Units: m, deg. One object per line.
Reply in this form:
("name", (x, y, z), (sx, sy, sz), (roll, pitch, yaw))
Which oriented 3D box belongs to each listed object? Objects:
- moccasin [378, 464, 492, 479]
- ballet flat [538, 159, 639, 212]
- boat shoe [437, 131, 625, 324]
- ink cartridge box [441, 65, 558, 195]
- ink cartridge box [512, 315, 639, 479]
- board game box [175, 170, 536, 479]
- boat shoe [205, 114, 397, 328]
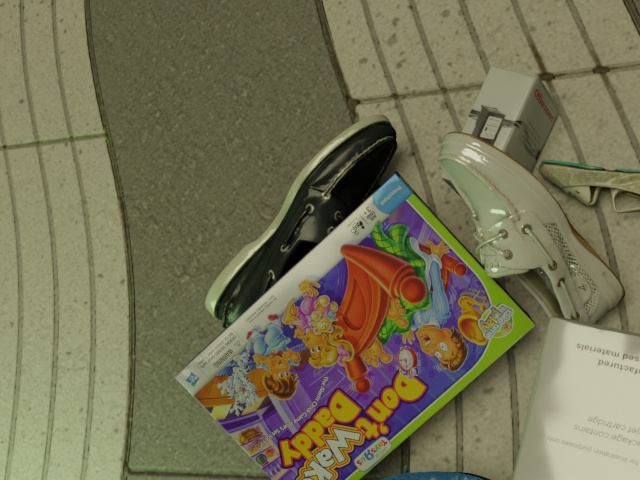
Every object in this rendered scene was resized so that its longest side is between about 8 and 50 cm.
("moccasin", (0.060, 0.341, 1.090), (0.342, 0.117, 0.137), (-22, 62, 21))
("ballet flat", (0.331, -0.060, 1.119), (0.168, 0.057, 0.052), (8, 88, 27))
("boat shoe", (0.215, 0.002, 1.047), (0.277, 0.098, 0.096), (45, 79, -13))
("ink cartridge box", (0.217, -0.117, 1.155), (0.063, 0.109, 0.150), (22, 85, 31))
("ink cartridge box", (0.272, 0.300, 0.905), (0.166, 0.285, 0.394), (11, 80, 26))
("board game box", (0.039, 0.121, 1.127), (0.347, 0.078, 0.233), (-43, 91, 8))
("boat shoe", (-0.002, 0.000, 1.212), (0.340, 0.127, 0.113), (-47, 63, 7))
